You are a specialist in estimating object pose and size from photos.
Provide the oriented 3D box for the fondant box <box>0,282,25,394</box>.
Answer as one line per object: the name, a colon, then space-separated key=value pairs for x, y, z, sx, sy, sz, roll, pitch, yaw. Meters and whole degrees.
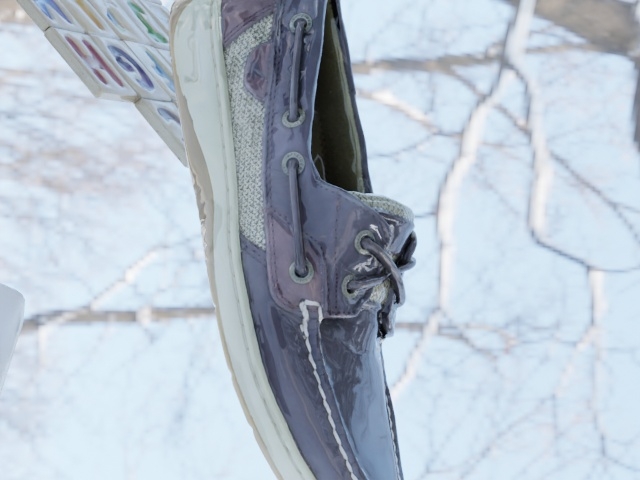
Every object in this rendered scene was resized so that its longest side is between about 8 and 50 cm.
fondant box: x=-0.273 y=0.070 z=0.511 sx=0.096 sy=0.330 sz=0.238 roll=-45 pitch=-153 yaw=47

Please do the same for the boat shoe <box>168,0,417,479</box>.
boat shoe: x=0.000 y=0.000 z=0.881 sx=0.092 sy=0.103 sz=0.285 roll=-20 pitch=-108 yaw=18

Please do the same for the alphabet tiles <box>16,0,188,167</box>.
alphabet tiles: x=-0.167 y=-0.180 z=1.307 sx=0.011 sy=0.285 sz=0.342 roll=-42 pitch=-101 yaw=13
